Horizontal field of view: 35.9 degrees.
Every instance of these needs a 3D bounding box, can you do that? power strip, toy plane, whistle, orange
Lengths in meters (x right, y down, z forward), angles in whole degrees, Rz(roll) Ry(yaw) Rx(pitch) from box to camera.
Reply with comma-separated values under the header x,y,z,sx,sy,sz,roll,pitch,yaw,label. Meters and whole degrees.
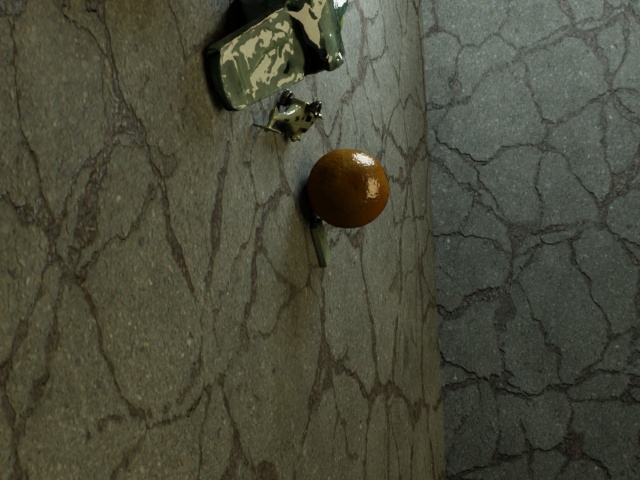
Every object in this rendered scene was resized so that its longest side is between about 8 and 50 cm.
x,y,z,sx,sy,sz,roll,pitch,yaw,label
0.000,0.000,2.358,0.051,0.019,0.136,-68,149,-50,power strip
-0.063,-0.263,2.118,0.286,0.092,0.108,-19,130,-74,toy plane
-0.070,-0.393,1.927,0.405,0.188,0.168,-67,149,-53,whistle
0.064,-0.121,2.299,0.206,0.206,0.206,-3,90,-72,orange

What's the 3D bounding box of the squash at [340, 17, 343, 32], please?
x,y,z,sx,sy,sz,roll,pitch,yaw,label
-0.004,-0.527,2.281,0.123,0.123,0.187,-44,133,-67,squash
